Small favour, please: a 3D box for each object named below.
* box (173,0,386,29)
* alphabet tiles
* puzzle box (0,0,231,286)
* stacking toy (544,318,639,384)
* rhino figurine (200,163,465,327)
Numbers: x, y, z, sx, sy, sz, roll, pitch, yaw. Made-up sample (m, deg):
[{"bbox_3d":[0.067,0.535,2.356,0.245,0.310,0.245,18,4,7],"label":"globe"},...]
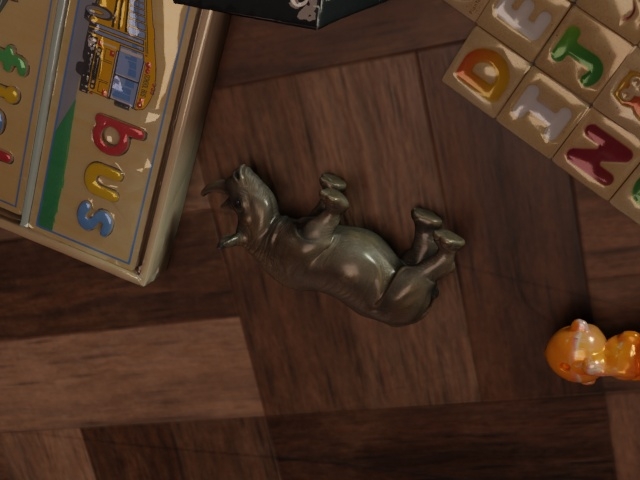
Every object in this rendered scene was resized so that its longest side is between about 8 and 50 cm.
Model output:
[{"bbox_3d":[0.001,-0.257,0.642,0.103,0.261,0.184,14,112,12],"label":"box"},{"bbox_3d":[0.250,-0.168,0.694,0.342,0.011,0.285,38,124,10],"label":"alphabet tiles"},{"bbox_3d":[-0.224,-0.185,0.853,0.272,0.052,0.409,21,113,9],"label":"puzzle box"},{"bbox_3d":[0.328,0.100,0.743,0.302,0.166,0.175,1,123,29],"label":"stacking toy"},{"bbox_3d":[0.000,0.000,0.837,0.243,0.073,0.106,21,111,11],"label":"rhino figurine"}]
